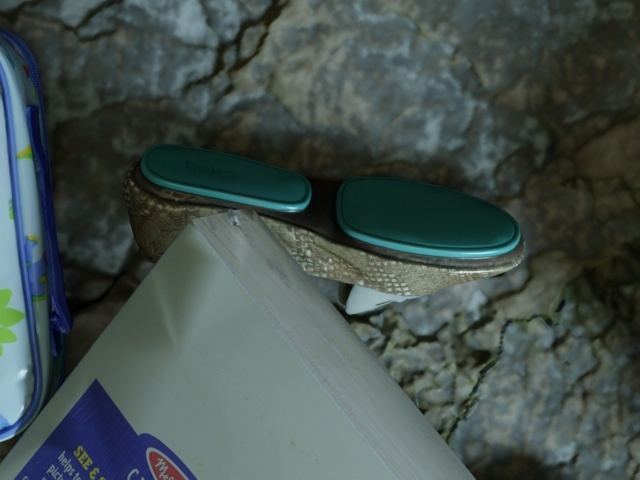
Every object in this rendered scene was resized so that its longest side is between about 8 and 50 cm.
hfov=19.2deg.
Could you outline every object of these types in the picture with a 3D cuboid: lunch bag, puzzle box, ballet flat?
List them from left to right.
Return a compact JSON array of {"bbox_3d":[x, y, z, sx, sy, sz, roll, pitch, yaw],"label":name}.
[{"bbox_3d":[-0.218,-0.001,0.960,0.176,0.090,0.219,-6,97,3],"label":"lunch bag"},{"bbox_3d":[0.000,0.000,0.976,0.206,0.073,0.067,12,125,2],"label":"ballet flat"},{"bbox_3d":[0.004,0.220,0.877,0.409,0.052,0.272,51,124,16],"label":"puzzle box"}]
